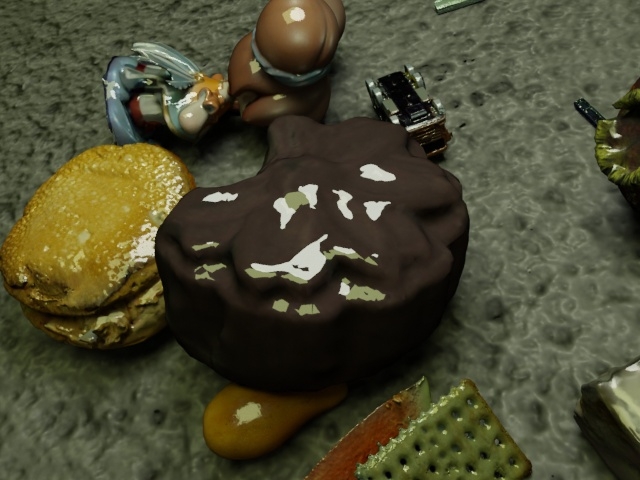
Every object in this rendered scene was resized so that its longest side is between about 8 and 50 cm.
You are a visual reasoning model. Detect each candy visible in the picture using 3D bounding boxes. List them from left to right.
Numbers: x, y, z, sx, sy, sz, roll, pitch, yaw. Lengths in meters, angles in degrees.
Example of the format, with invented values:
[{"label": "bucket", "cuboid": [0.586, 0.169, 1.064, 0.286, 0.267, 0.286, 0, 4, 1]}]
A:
[{"label": "candy", "cuboid": [0.380, 0.185, 0.707, 0.185, 0.137, 0.195, -30, 52, -7]}]

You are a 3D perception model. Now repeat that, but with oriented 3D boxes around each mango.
[{"label": "mango", "cuboid": [-0.058, 0.198, 0.867, 0.184, 0.084, 0.102, -27, 52, -12]}]

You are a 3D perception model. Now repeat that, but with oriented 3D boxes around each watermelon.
[{"label": "watermelon", "cuboid": [0.039, 0.253, 0.771, 0.245, 0.119, 0.063, -37, 40, -10]}]

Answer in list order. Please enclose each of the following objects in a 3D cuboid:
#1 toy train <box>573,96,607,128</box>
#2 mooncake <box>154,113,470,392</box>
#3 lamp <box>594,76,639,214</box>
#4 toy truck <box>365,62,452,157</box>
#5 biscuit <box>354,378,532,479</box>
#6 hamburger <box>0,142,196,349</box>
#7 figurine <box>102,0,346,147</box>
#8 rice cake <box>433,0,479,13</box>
[{"label": "toy train", "cuboid": [0.410, -0.184, 1.065, 0.017, 0.017, 0.083, -26, 49, -1]}, {"label": "mooncake", "cuboid": [0.000, 0.000, 0.889, 0.351, 0.212, 0.381, 17, 47, 18]}, {"label": "lamp", "cuboid": [0.457, -0.120, 0.865, 0.247, 0.247, 0.247, -8, 51, 11]}, {"label": "toy truck", "cuboid": [0.136, -0.202, 1.120, 0.083, 0.092, 0.192, -21, 42, 0]}, {"label": "biscuit", "cuboid": [0.120, 0.255, 0.754, 0.203, 0.016, 0.144, -35, 95, -14]}, {"label": "hamburger", "cuboid": [-0.302, 0.013, 1.031, 0.290, 0.170, 0.314, 4, 55, 24]}, {"label": "figurine", "cuboid": [-0.146, -0.276, 1.180, 0.388, 0.248, 0.276, -6, 27, 9]}, {"label": "rice cake", "cuboid": [0.269, -0.446, 1.313, 0.121, 0.021, 0.022, -16, 60, 3]}]
